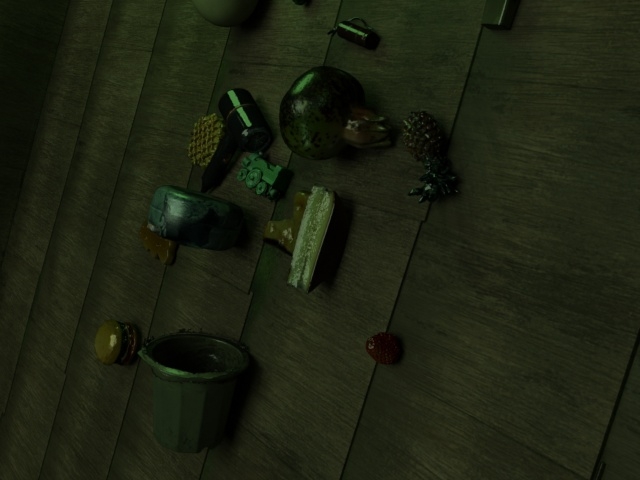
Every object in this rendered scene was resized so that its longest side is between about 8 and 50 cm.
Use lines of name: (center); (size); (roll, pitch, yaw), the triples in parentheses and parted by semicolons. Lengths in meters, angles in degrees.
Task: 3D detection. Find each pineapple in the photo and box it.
pineapple: (0.220, -0.183, 1.473); (0.083, 0.103, 0.221); (109, 152, -63)

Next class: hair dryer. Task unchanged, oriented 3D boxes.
hair dryer: (-0.269, -0.249, 2.036); (0.352, 0.107, 0.189); (-56, 47, 33)

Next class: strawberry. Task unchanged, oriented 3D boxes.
strawberry: (0.131, 0.228, 1.480); (0.073, 0.083, 0.073); (-12, 67, 29)

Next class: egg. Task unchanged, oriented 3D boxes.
egg: (-0.284, -0.761, 2.068); (0.219, 0.219, 0.269); (-26, 45, 41)

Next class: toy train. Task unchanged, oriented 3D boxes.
toy train: (-0.157, -0.178, 1.901); (0.178, 0.071, 0.104); (37, 100, 44)

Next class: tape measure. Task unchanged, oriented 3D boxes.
tape measure: (-0.350, -0.060, 1.946); (0.275, 0.256, 0.147); (-143, 68, -73)

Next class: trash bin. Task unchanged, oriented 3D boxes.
trash bin: (0.369, -0.481, 1.422); (0.061, 0.043, 0.092); (22, 101, 48)

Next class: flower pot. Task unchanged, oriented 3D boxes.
flower pot: (-0.340, 0.399, 1.836); (0.290, 0.290, 0.259); (27, 113, 47)

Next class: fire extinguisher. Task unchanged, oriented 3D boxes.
fire extinguisher: (0.088, -0.523, 1.740); (0.078, 0.045, 0.157); (-45, 44, -6)

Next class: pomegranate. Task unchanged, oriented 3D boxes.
pomegranate: (0.041, -0.289, 1.651); (0.204, 0.277, 0.221); (-83, 10, -77)

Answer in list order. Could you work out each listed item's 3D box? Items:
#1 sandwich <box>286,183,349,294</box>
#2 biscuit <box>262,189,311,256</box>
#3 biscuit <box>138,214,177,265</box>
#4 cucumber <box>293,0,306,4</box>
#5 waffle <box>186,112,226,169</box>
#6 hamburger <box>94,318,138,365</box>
sandwich: (0.000, 0.000, 1.668); (0.094, 0.096, 0.258); (18, 93, 42)
biscuit: (-0.074, -0.053, 1.803); (0.174, 0.039, 0.183); (31, 103, 49)
biscuit: (-0.525, -0.025, 2.286); (0.239, 0.041, 0.212); (0, 87, 47)
cucumber: (-0.036, -0.767, 1.909); (0.074, 0.074, 0.241); (14, 92, 48)
waffle: (-0.356, -0.310, 2.171); (0.191, 0.038, 0.191); (-15, 69, 45)
hamburger: (-0.678, 0.338, 2.306); (0.162, 0.115, 0.162); (-12, 72, 43)
